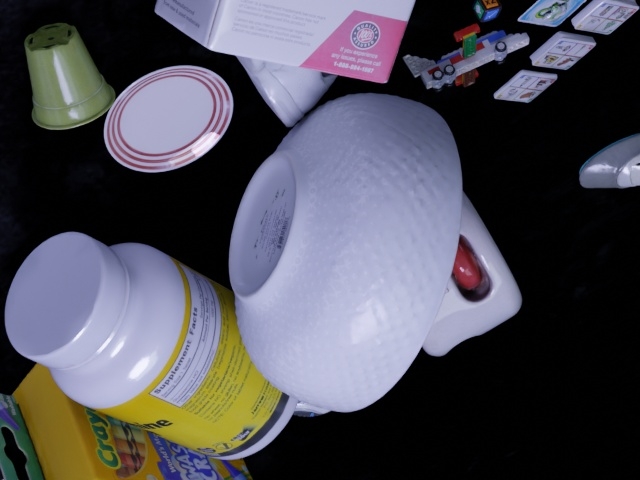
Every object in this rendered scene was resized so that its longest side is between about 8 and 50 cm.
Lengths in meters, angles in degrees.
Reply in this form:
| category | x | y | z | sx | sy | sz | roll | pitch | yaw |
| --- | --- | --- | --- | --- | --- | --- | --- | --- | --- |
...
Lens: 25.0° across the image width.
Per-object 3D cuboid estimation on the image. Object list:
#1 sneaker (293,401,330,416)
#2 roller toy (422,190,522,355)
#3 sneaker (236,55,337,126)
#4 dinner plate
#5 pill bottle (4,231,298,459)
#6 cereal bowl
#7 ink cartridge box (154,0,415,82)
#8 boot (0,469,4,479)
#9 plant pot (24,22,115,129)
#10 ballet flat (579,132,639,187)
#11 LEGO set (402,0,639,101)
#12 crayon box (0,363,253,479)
| category | x | y | z | sx | sy | sz | roll | pitch | yaw |
| --- | --- | --- | --- | --- | --- | --- | --- | --- | --- |
| sneaker | -0.036 | 0.173 | 1.850 | 0.211 | 0.080 | 0.081 | -1 | 136 | -33 |
| roller toy | 0.135 | 0.032 | 1.718 | 0.146 | 0.191 | 0.209 | -30 | 141 | 1 |
| sneaker | -0.041 | -0.205 | 1.461 | 0.094 | 0.080 | 0.212 | -37 | 150 | -2 |
| dinner plate | -0.159 | -0.129 | 1.504 | 0.141 | 0.017 | 0.141 | -16 | 138 | -15 |
| pill bottle | -0.183 | 0.116 | 1.615 | 0.188 | 0.188 | 0.334 | -42 | 139 | 14 |
| cereal bowl | 0.000 | 0.000 | 1.508 | 0.141 | 0.339 | 0.339 | 17 | 123 | -24 |
| ink cartridge box | -0.001 | -0.301 | 1.285 | 0.207 | 0.117 | 0.283 | 6 | 111 | -36 |
| boot | -0.487 | 0.274 | 1.670 | 0.229 | 0.091 | 0.263 | -22 | 142 | -11 |
| plant pot | -0.246 | -0.161 | 1.377 | 0.083 | 0.083 | 0.079 | -21 | 128 | -11 |
| ballet flat | 0.437 | -0.109 | 1.852 | 0.213 | 0.068 | 0.072 | -25 | 140 | -6 |
| LEGO set | 0.214 | -0.228 | 1.593 | 0.244 | 0.060 | 0.182 | -2 | 149 | -48 |
| crayon box | -0.231 | 0.250 | 1.713 | 0.323 | 0.203 | 0.083 | 19 | 120 | -43 |
